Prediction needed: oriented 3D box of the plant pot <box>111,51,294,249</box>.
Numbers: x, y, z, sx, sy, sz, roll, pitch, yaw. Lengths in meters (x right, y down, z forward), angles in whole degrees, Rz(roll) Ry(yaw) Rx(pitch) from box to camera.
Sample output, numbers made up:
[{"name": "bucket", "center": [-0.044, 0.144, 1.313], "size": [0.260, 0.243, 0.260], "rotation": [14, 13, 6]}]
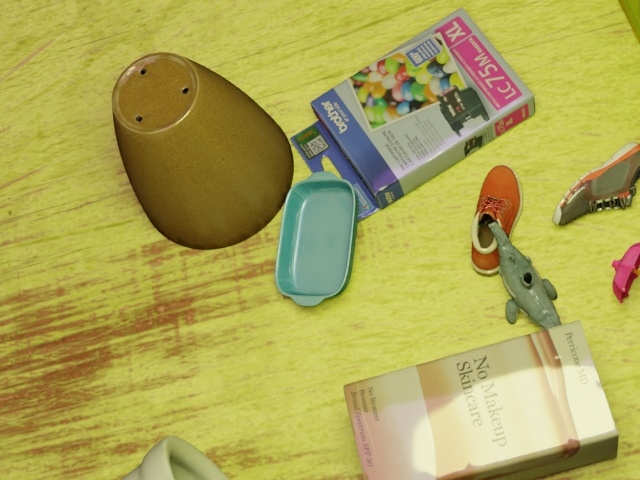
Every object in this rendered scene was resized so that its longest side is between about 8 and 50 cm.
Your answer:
[{"name": "plant pot", "center": [-0.179, -0.140, 1.440], "size": [0.237, 0.254, 0.237], "rotation": [-4, 69, 11]}]

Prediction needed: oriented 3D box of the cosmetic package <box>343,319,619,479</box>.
[{"name": "cosmetic package", "center": [0.193, 0.218, 1.275], "size": [0.296, 0.129, 0.153], "rotation": [-18, 65, 6]}]

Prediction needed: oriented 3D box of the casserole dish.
[{"name": "casserole dish", "center": [0.000, 0.000, 1.441], "size": [0.114, 0.037, 0.188], "rotation": [-1, 75, 30]}]

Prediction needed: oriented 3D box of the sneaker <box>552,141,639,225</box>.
[{"name": "sneaker", "center": [0.376, -0.063, 1.383], "size": [0.158, 0.061, 0.065], "rotation": [-39, 72, -3]}]

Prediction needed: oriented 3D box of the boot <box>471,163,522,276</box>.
[{"name": "boot", "center": [0.231, -0.039, 1.394], "size": [0.059, 0.084, 0.157], "rotation": [6, 69, 17]}]

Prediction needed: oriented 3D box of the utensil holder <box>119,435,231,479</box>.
[{"name": "utensil holder", "center": [-0.223, 0.466, 1.177], "size": [0.385, 0.327, 0.327], "rotation": [-38, 65, 0]}]

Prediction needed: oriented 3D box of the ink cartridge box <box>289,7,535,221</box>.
[{"name": "ink cartridge box", "center": [0.122, -0.175, 1.489], "size": [0.311, 0.065, 0.185], "rotation": [-33, 65, 1]}]

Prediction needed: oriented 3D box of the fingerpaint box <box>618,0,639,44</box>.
[{"name": "fingerpaint box", "center": [0.499, -0.303, 1.278], "size": [0.163, 0.371, 0.444], "rotation": [-19, 65, 6]}]

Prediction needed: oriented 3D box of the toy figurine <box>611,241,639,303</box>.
[{"name": "toy figurine", "center": [0.436, 0.067, 1.298], "size": [0.173, 0.130, 0.159], "rotation": [-13, 54, -16]}]

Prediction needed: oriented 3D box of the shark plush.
[{"name": "shark plush", "center": [0.262, 0.042, 1.330], "size": [0.073, 0.067, 0.161], "rotation": [-18, 104, -2]}]
